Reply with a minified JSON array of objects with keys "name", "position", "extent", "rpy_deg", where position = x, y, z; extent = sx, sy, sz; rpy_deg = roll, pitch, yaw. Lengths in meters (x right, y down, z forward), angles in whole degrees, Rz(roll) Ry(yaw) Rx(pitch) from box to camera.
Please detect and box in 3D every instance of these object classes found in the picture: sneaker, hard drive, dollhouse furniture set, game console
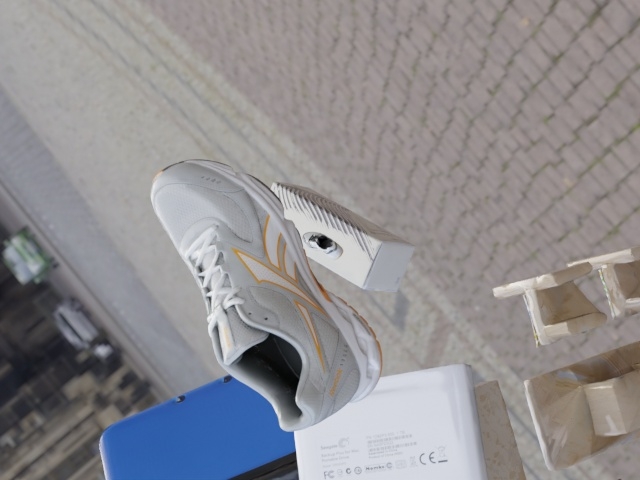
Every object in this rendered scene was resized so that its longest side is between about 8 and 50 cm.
[{"name":"sneaker","position":[-0.062,0.043,0.986],"extent":[0.262,0.121,0.099],"rpy_deg":[48,125,7]},{"name":"hard drive","position":[0.082,0.298,1.238],"extent":[0.040,0.203,0.308],"rpy_deg":[21,-121,-65]},{"name":"dollhouse furniture set","position":[0.272,0.230,1.499],"extent":[0.256,0.394,0.362],"rpy_deg":[-21,84,60]},{"name":"game console","position":[-0.102,0.321,1.483],"extent":[0.173,0.293,0.250],"rpy_deg":[-109,-4,-73]},{"name":"sneaker","position":[0.000,0.000,1.872],"extent":[0.083,0.032,0.037],"rpy_deg":[23,164,39]}]

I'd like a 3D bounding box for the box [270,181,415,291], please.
[{"name":"box","position":[0.025,-0.008,2.094],"extent":[0.275,0.094,0.113],"rpy_deg":[29,-166,35]}]
